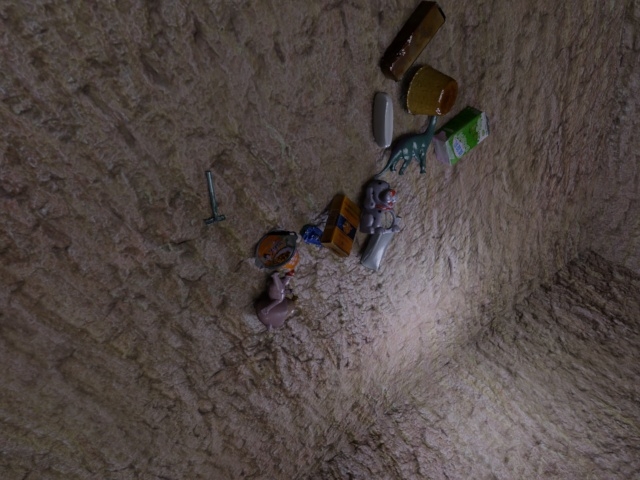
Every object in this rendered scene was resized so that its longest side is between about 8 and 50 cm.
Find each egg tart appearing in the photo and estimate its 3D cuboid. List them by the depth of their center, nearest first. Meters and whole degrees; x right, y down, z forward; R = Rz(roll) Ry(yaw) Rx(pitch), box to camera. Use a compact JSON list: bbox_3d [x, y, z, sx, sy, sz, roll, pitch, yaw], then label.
[{"bbox_3d":[0.469,-0.622,1.855,0.215,0.170,0.215,-33,139,-34],"label":"egg tart"}]

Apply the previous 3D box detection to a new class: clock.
[{"bbox_3d":[0.273,-0.161,2.011,0.188,0.188,0.254,-5,104,-33],"label":"clock"}]

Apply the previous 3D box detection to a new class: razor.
[{"bbox_3d":[-0.400,-0.157,1.625,0.084,0.036,0.211,-19,128,-28],"label":"razor"}]

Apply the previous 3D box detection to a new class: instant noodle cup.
[{"bbox_3d":[-0.167,0.059,1.857,0.208,0.178,0.125,-26,149,4],"label":"instant noodle cup"}]

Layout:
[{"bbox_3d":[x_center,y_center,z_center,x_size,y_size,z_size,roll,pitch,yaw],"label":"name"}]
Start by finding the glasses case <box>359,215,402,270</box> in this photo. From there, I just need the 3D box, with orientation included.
[{"bbox_3d":[0.289,0.000,2.194,0.128,0.083,0.308,12,111,-34],"label":"glasses case"}]

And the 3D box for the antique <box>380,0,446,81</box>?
[{"bbox_3d":[0.357,-0.783,1.728,0.093,0.087,0.310,32,97,-42],"label":"antique"}]

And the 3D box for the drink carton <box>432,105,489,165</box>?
[{"bbox_3d":[0.681,-0.512,2.123,0.271,0.108,0.161,-39,134,-9],"label":"drink carton"}]

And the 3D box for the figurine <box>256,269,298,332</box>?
[{"bbox_3d":[-0.184,0.267,1.972,0.186,0.176,0.288,11,98,-13],"label":"figurine"}]

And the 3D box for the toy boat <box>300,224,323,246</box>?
[{"bbox_3d":[0.000,0.000,1.965,0.175,0.110,0.091,23,107,-44],"label":"toy boat"}]

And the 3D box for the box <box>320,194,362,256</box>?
[{"bbox_3d":[0.095,-0.062,1.949,0.152,0.070,0.237,37,64,-45],"label":"box"}]

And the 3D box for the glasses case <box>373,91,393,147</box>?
[{"bbox_3d":[0.263,-0.503,1.840,0.059,0.092,0.234,-20,127,-22],"label":"glasses case"}]

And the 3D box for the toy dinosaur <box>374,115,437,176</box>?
[{"bbox_3d":[0.406,-0.470,1.978,0.383,0.129,0.331,-12,114,-28],"label":"toy dinosaur"}]
